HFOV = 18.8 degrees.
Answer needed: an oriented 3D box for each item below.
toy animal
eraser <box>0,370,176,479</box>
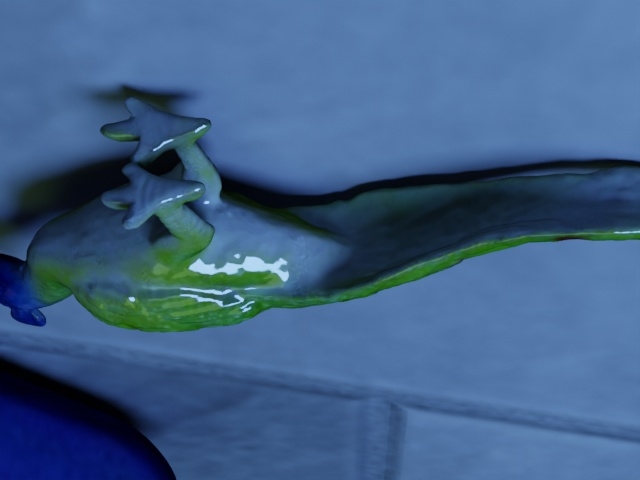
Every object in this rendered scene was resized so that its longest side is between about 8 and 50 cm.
[{"bbox_3d":[-0.009,-0.008,0.484,0.217,0.041,0.075,-9,148,26],"label":"toy animal"},{"bbox_3d":[-0.223,0.064,0.623,0.332,0.101,0.155,26,149,-25],"label":"eraser"}]
